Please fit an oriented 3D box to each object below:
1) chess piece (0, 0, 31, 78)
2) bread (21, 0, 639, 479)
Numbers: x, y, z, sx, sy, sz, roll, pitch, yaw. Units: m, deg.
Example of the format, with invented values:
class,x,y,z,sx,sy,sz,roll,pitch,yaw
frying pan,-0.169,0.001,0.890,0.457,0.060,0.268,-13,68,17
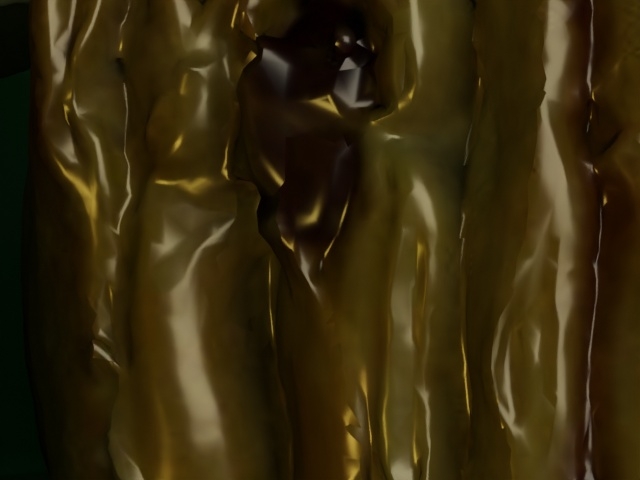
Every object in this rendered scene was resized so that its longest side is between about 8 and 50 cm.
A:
class,x,y,z,sx,sy,sz,roll,pitch,yaw
chess piece,-0.177,-0.252,0.587,0.117,0.117,0.397,-13,85,-41
bread,0.000,0.000,0.505,0.191,0.370,0.314,-4,89,-16
